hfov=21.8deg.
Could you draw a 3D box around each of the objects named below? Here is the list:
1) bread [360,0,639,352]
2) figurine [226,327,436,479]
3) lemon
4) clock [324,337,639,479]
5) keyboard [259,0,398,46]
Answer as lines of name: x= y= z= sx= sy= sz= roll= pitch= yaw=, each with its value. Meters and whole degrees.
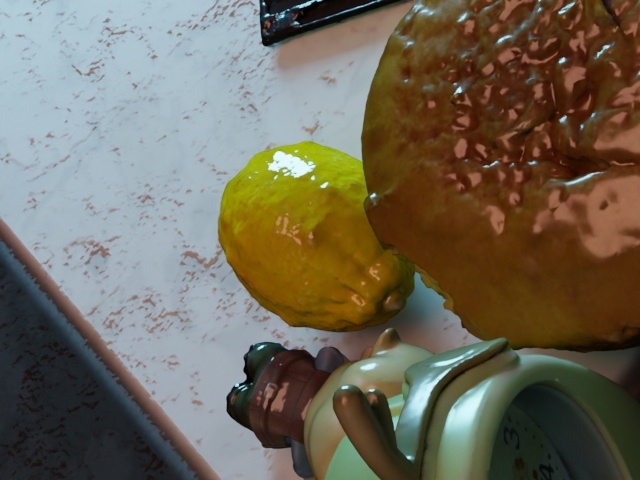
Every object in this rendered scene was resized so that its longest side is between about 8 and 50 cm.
bread: x=0.156 y=-0.053 z=0.936 sx=0.268 sy=0.146 sz=0.268 roll=-12 pitch=70 yaw=35
figurine: x=0.016 y=0.113 z=1.015 sx=0.196 sy=0.108 sz=0.114 roll=8 pitch=67 yaw=56
lemon: x=0.000 y=0.000 z=1.045 sx=0.155 sy=0.114 sz=0.114 roll=35 pitch=95 yaw=42
clock: x=0.083 y=0.164 z=0.797 sx=0.096 sy=0.308 sz=0.235 roll=-15 pitch=64 yaw=30
keyboard: x=0.059 y=-0.206 z=1.144 sx=0.250 sy=0.017 sz=0.087 roll=-15 pitch=66 yaw=32
